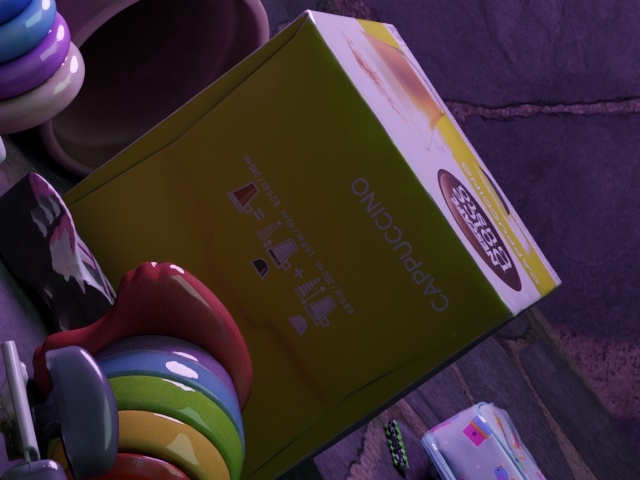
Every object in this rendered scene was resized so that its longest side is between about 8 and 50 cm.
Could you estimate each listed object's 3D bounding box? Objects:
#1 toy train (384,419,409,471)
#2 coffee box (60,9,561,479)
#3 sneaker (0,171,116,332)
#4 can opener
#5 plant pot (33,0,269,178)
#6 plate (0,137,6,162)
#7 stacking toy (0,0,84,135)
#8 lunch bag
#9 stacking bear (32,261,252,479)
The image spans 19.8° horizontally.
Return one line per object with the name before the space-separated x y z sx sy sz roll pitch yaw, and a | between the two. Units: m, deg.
toy train | 0.095 0.253 2.255 0.024 0.017 0.083 58 10 -35
coffee box | -0.008 0.012 1.810 0.338 0.338 0.334 56 15 6
sneaker | -0.231 0.027 1.638 0.077 0.072 0.178 30 34 -84
can opener | -0.166 0.180 1.241 0.076 0.095 0.283 89 -16 -48
plant pot | -0.222 -0.227 1.890 0.229 0.263 0.263 49 9 33
plate | -0.385 -0.154 1.292 0.277 0.045 0.278 -16 68 -42
stacking toy | -0.315 -0.256 1.593 0.141 0.141 0.330 -106 -179 -51
lunch bag | 0.230 0.322 2.305 0.224 0.108 0.279 60 8 14
stacking bear | -0.142 0.182 1.396 0.164 0.175 0.289 42 28 -21
